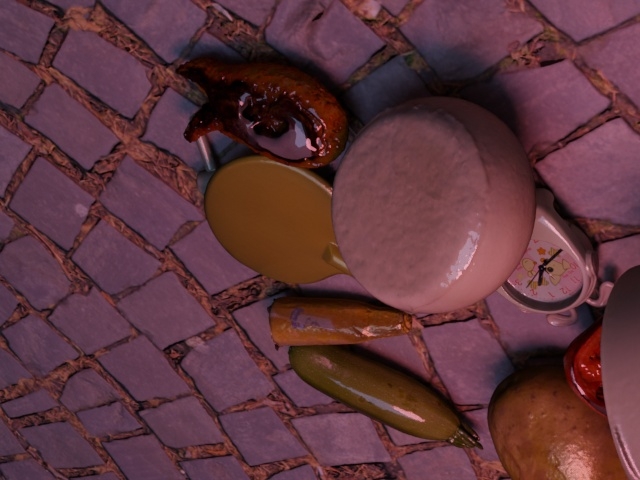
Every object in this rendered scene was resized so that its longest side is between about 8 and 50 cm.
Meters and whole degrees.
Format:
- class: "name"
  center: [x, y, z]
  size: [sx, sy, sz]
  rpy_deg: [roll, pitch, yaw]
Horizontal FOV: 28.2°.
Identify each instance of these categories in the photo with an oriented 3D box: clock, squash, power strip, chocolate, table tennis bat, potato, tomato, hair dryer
- class: "clock"
  center: [0.303, 0.032, 1.726]
  size: [0.191, 0.062, 0.151]
  rpy_deg: [45, 131, -10]
- class: "squash"
  center: [0.102, 0.239, 1.973]
  size: [0.340, 0.094, 0.094]
  rpy_deg: [27, 133, 8]
- class: "power strip"
  center: [0.491, 0.190, 1.554]
  size: [0.161, 0.357, 0.358]
  rpy_deg: [-15, 117, 37]
- class: "chocolate"
  center: [0.032, 0.121, 1.934]
  size: [0.219, 0.086, 0.086]
  rpy_deg: [-3, 123, 24]
- class: "table tennis bat"
  center: [0.000, 0.000, 1.852]
  size: [0.368, 0.054, 0.224]
  rpy_deg: [28, 133, 0]
- class: "potato"
  center: [0.361, 0.292, 1.823]
  size: [0.266, 0.229, 0.229]
  rpy_deg: [52, 132, 4]
- class: "tomato"
  center: [0.415, 0.173, 1.739]
  size: [0.174, 0.166, 0.082]
  rpy_deg: [52, 170, -12]
- class: "hair dryer"
  center: [-0.162, -0.127, 1.870]
  size: [0.063, 0.038, 0.124]
  rpy_deg: [-6, 115, 28]

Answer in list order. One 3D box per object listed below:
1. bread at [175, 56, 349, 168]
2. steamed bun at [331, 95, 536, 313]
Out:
- class: "bread"
  center: [-0.079, -0.181, 1.750]
  size: [0.268, 0.095, 0.139]
  rpy_deg: [18, 120, 30]
- class: "steamed bun"
  center: [0.159, -0.045, 1.639]
  size: [0.283, 0.177, 0.283]
  rpy_deg: [-1, 89, 45]
